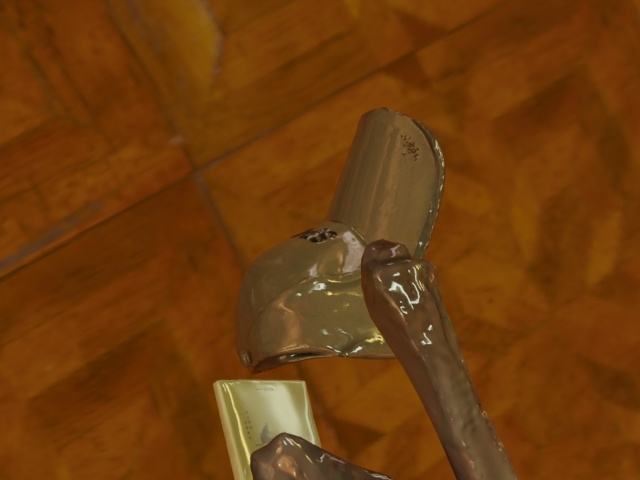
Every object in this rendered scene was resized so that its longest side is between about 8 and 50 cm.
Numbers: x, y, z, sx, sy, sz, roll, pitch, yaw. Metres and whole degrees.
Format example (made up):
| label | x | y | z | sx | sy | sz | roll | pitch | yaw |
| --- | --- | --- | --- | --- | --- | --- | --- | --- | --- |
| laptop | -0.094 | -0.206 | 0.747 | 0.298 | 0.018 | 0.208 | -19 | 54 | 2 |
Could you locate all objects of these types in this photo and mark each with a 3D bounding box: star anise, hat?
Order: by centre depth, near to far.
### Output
| label | x | y | z | sx | sy | sz | roll | pitch | yaw |
| --- | --- | --- | --- | --- | --- | --- | --- | --- | --- |
| star anise | 0.011 | 0.123 | 0.478 | 0.089 | 0.231 | 0.209 | 7 | 47 | -6 |
| hat | 0.000 | 0.000 | 1.170 | 0.085 | 0.147 | 0.175 | 20 | 74 | -24 |

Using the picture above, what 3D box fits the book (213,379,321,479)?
| label | x | y | z | sx | sy | sz | roll | pitch | yaw |
| --- | --- | --- | --- | --- | --- | --- | --- | --- | --- |
| book | -0.031 | 0.151 | 1.439 | 0.077 | 0.014 | 0.111 | 4 | 58 | -33 |
